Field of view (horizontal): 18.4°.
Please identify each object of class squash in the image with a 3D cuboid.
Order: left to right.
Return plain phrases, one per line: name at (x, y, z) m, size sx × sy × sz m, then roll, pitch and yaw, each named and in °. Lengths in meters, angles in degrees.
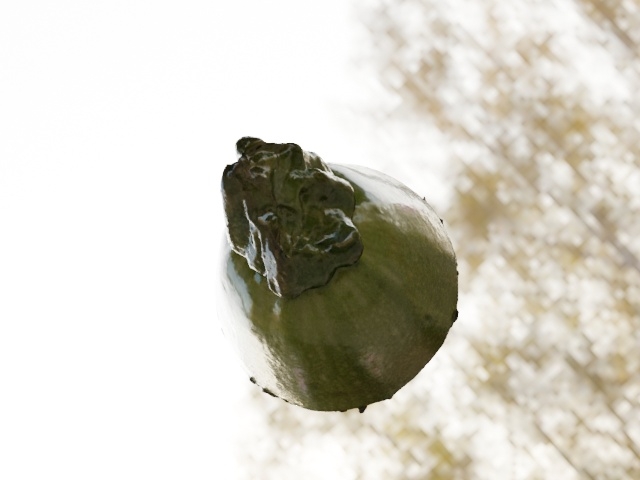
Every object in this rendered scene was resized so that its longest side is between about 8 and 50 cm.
squash at (-0.003, 0.007, 0.754) m, size 0.105 × 0.105 × 0.132 m, roll -41°, pitch -15°, yaw -1°
